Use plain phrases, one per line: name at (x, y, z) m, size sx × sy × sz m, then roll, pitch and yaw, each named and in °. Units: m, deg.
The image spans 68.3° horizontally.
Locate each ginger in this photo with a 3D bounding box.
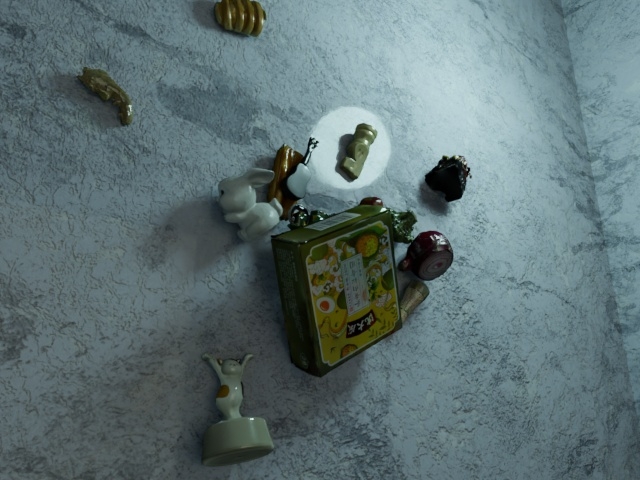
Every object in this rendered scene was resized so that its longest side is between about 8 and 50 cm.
ginger at (-0.561, -0.392, 1.260) m, size 0.173 × 0.051 × 0.069 m, roll 44°, pitch 58°, yaw -15°

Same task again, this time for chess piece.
chess piece at (0.140, -0.326, 1.743) m, size 0.090 × 0.090 × 0.200 m, roll 30°, pitch 71°, yaw -26°

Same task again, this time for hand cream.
hand cream at (0.312, 0.234, 1.689) m, size 0.084 × 0.084 × 0.203 m, roll 50°, pitch 58°, yaw -13°

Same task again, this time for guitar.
guitar at (-0.051, -0.242, 1.512) m, size 0.084 × 0.038 × 0.271 m, roll 42°, pitch 51°, yaw -28°

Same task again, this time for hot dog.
hot dog at (-0.110, -0.185, 1.510) m, size 0.115 × 0.072 × 0.268 m, roll 24°, pitch 61°, yaw -28°

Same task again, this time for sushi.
sushi at (0.552, -0.281, 1.983) m, size 0.172 × 0.153 × 0.150 m, roll 46°, pitch 50°, yaw -27°

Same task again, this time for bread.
bread at (-0.264, -0.751, 1.573) m, size 0.178 × 0.084 × 0.119 m, roll -4°, pitch 78°, yaw -33°

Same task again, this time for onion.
onion at (0.371, 0.058, 1.742) m, size 0.218 × 0.195 × 0.139 m, roll -16°, pitch 58°, yaw -11°

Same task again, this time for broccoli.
broccoli at (0.287, -0.057, 1.728) m, size 0.162 × 0.138 × 0.145 m, roll 36°, pitch 32°, yaw -49°

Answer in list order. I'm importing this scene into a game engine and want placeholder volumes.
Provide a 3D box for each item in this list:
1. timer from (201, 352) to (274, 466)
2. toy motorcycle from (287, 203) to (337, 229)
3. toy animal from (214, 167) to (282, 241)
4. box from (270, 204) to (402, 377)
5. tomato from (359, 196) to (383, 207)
timer at (-0.226, 0.418, 1.211) m, size 0.175 × 0.175 × 0.265 m, roll 10°, pitch 52°, yaw -34°
toy motorcycle at (0.000, 0.000, 1.500) m, size 0.275 × 0.125 × 0.186 m, roll 17°, pitch 78°, yaw -37°
toy animal at (-0.200, -0.105, 1.367) m, size 0.179 × 0.127 × 0.192 m, roll -24°, pitch 99°, yaw -13°
box at (0.062, 0.135, 1.408) m, size 0.373 × 0.138 × 0.419 m, roll -21°, pitch 110°, yaw -38°
tomato at (0.183, -0.119, 1.701) m, size 0.087 × 0.087 × 0.075 m, roll -17°, pitch 112°, yaw -39°
